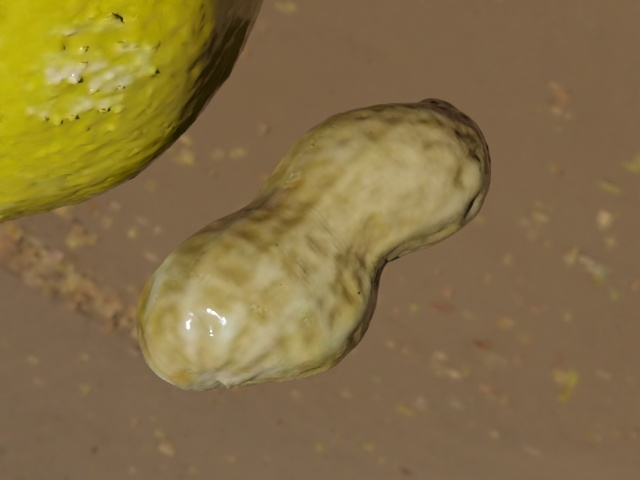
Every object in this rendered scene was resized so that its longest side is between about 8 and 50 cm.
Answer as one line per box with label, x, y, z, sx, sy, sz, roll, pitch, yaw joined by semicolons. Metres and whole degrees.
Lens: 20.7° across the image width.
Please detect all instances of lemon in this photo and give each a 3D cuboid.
lemon;-0.126;-0.126;0.613;0.236;0.236;0.263;13;147;29

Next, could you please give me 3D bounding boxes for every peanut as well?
peanut;0.001;0.002;0.791;0.089;0.193;0.089;43;163;16
